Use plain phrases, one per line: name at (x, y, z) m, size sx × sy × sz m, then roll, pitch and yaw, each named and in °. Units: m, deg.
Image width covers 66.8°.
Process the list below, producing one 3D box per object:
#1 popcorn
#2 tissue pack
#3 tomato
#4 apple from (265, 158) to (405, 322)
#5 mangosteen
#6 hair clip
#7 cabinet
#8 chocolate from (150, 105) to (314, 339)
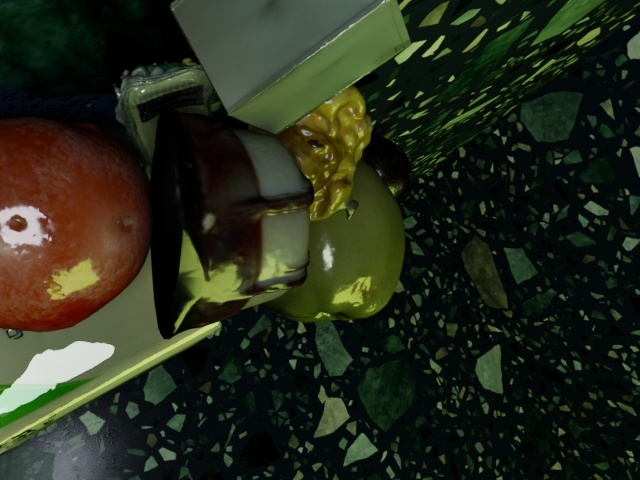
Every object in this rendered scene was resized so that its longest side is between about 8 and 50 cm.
popcorn at (-0.035, -0.148, 0.887) m, size 0.297 × 0.281 × 0.316 m, roll -47°, pitch -175°, yaw 6°
tissue pack at (-0.417, 0.105, 0.799) m, size 0.404 × 0.332 × 0.205 m, roll -28°, pitch 176°, yaw -23°
tomato at (-0.335, -0.014, 0.581) m, size 0.264 × 0.265 × 0.265 m, roll -29°, pitch 175°, yaw -3°
apple at (0.000, 0.000, 1.293) m, size 0.473 × 0.474 × 0.473 m, roll -29°, pitch 175°, yaw -3°
mangosteen at (0.149, -0.204, 1.508) m, size 0.265 × 0.228 × 0.228 m, roll -14°, pitch 173°, yaw -5°
hair clip at (-0.214, -0.160, 0.717) m, size 0.138 × 0.091 × 0.321 m, roll -19°, pitch 160°, yaw -15°
cabinet at (-0.027, -0.246, 0.559) m, size 0.206 × 0.145 × 0.150 m, roll -30°, pitch 174°, yaw 16°
chocolate at (-0.113, -0.025, 0.624) m, size 0.186 × 0.284 × 0.283 m, roll -1°, pitch 163°, yaw -23°
